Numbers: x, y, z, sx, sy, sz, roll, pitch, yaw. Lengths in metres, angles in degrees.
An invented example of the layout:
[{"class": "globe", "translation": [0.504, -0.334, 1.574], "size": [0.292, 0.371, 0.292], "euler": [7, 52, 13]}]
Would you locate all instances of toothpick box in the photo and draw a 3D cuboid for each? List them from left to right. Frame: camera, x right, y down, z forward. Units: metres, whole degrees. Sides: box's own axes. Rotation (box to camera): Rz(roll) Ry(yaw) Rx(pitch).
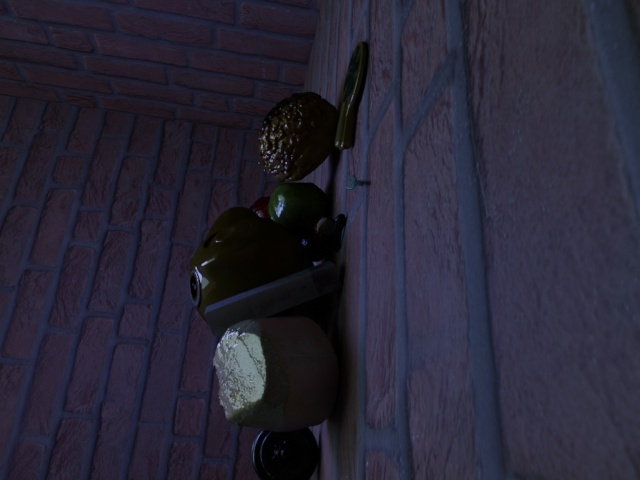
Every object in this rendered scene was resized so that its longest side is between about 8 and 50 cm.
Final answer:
[{"class": "toothpick box", "translation": [-0.219, 0.138, 1.499], "size": [0.409, 0.408, 0.426], "euler": [-99, -14, -61]}]

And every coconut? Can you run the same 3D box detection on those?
[{"class": "coconut", "translation": [-0.099, 0.347, 1.209], "size": [0.297, 0.309, 0.298], "euler": [-11, 74, 42]}]

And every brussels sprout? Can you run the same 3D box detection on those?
[{"class": "brussels sprout", "translation": [-0.088, -0.117, 1.674], "size": [0.271, 0.219, 0.210], "euler": [34, 118, 52]}]

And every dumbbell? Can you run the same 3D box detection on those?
[{"class": "dumbbell", "translation": [-0.111, 0.638, 1.381], "size": [0.290, 0.191, 0.192], "euler": [111, 163, -65]}]

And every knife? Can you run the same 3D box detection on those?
[{"class": "knife", "translation": [0.054, -0.020, 1.335], "size": [0.018, 0.031, 0.121], "euler": [-100, 13, -63]}]

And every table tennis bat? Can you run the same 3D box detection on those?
[{"class": "table tennis bat", "translation": [0.092, -0.423, 1.353], "size": [0.198, 0.050, 0.321], "euler": [170, 110, -79]}]

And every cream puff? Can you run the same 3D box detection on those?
[{"class": "cream puff", "translation": [-0.095, -0.375, 1.630], "size": [0.342, 0.231, 0.327], "euler": [-20, 38, 47]}]

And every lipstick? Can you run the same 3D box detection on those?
[{"class": "lipstick", "translation": [-0.129, 0.157, 1.267], "size": [0.080, 0.371, 0.076], "euler": [-148, 38, -78]}, {"class": "lipstick", "translation": [0.000, 0.000, 1.505], "size": [0.241, 0.080, 0.080], "euler": [117, 158, -66]}]

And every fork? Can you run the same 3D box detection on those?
[{"class": "fork", "translation": [0.093, -0.148, 1.195], "size": [0.235, 0.021, 0.039], "euler": [-133, 46, -77]}]

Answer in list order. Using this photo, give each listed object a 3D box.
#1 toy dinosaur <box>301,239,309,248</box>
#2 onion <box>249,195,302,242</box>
[{"class": "toy dinosaur", "translation": [-0.071, 0.008, 2.131], "size": [0.047, 0.030, 0.084], "euler": [-103, 21, -64]}, {"class": "onion", "translation": [-0.223, -0.047, 2.342], "size": [0.341, 0.340, 0.342], "euler": [-173, 90, -82]}]
